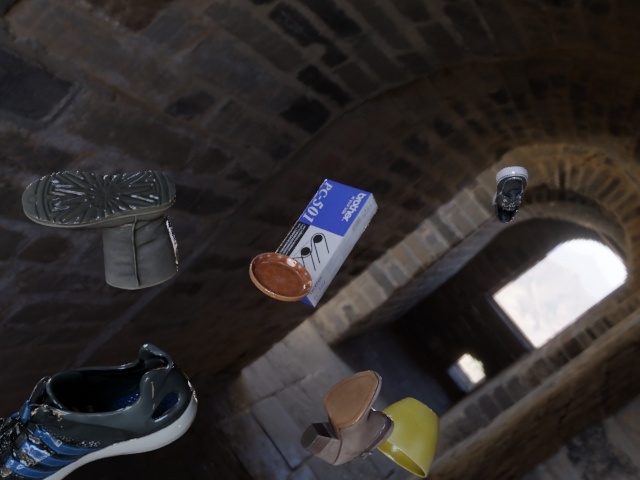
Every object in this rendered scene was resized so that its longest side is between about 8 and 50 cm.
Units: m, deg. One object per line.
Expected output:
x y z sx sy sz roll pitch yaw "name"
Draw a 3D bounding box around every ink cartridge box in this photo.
0.000 0.000 1.183 0.097 0.207 0.046 20 -24 32 "ink cartridge box"

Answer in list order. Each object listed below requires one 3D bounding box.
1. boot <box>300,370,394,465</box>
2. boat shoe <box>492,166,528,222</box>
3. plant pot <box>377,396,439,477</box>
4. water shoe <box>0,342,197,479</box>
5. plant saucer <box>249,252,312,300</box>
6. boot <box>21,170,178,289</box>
0.039 0.167 0.675 0.087 0.118 0.042 21 32 -42 "boot"
0.469 -0.107 1.794 0.228 0.080 0.076 85 3 -69 "boat shoe"
0.154 0.333 1.259 0.134 0.095 0.134 35 -20 14 "plant pot"
-0.196 0.130 0.535 0.073 0.203 0.080 -115 -173 -51 "water shoe"
-0.051 0.048 0.922 0.083 0.013 0.083 16 35 -12 "plant saucer"
-0.271 -0.006 0.923 0.189 0.208 0.076 -1 65 -17 "boot"
